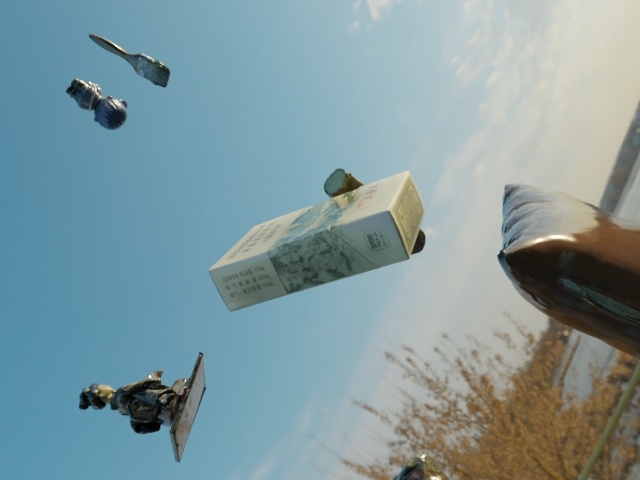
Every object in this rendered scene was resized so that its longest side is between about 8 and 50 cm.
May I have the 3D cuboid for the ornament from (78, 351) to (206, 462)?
[{"bbox_3d":[-0.321,0.274,1.035,0.166,0.196,0.153,103,179,-50],"label":"ornament"}]

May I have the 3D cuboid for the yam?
[{"bbox_3d":[0.093,-0.042,0.952,0.274,0.061,0.061,30,-97,-49],"label":"yam"}]

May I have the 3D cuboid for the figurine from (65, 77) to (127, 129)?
[{"bbox_3d":[-0.537,-0.334,1.416,0.086,0.149,0.087,-54,14,-3],"label":"figurine"}]

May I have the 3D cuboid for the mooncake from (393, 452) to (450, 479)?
[{"bbox_3d":[0.164,0.416,0.921,0.073,0.125,0.129,-15,-47,-44],"label":"mooncake"}]

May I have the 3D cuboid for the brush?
[{"bbox_3d":[-0.431,-0.413,1.316,0.070,0.196,0.021,-47,16,56],"label":"brush"}]

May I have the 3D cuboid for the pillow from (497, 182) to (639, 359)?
[{"bbox_3d":[0.312,0.042,0.563,0.108,0.308,0.305,-67,-8,20],"label":"pillow"}]

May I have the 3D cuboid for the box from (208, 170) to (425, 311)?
[{"bbox_3d":[0.000,0.000,0.776,0.069,0.257,0.164,65,-156,-15],"label":"box"}]
